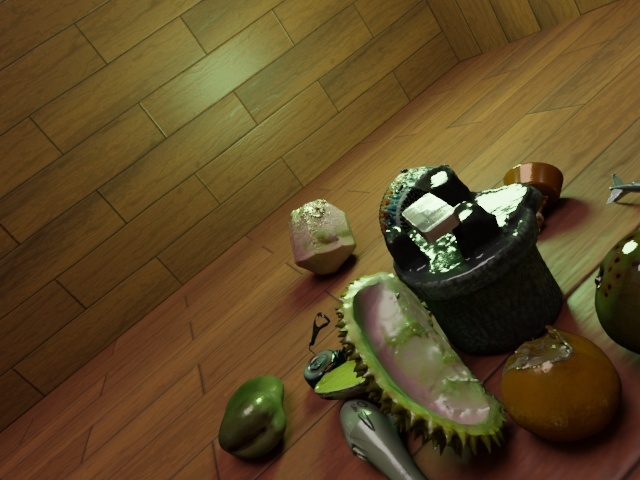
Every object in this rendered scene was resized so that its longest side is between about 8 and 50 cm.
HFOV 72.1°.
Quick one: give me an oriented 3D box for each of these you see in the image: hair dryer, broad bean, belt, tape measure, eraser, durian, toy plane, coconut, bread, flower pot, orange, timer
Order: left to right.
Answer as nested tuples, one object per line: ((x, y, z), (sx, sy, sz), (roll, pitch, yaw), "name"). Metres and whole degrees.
((-0.157, 0.407, 1.026), (0.189, 0.121, 0.263), (-42, 4, -5), "broad bean")
((-0.011, 0.256, 1.018), (0.104, 0.180, 0.107), (-4, 32, 31), "tape measure")
((0.000, 0.000, 1.527), (0.233, 0.245, 0.233), (-15, -18, -5), "coconut")
((0.095, 0.265, 0.893), (0.228, 0.034, 0.228), (-25, -3, -1), "bread")
((0.139, 0.186, 0.704), (0.169, 0.158, 0.352), (-39, 53, 0), "durian")
((0.151, 0.325, 0.732), (0.224, 0.088, 0.219), (-20, 26, 2), "hair dryer")
((0.291, -0.097, 1.261), (0.257, 0.207, 0.150), (-49, 23, -13), "belt")
((0.182, -0.039, 0.733), (0.065, 0.026, 0.105), (-35, 25, 4), "eraser")
((0.296, 0.022, 0.837), (0.299, 0.283, 0.299), (-34, 18, 12), "flower pot")
((0.499, -0.086, 1.037), (0.132, 0.132, 0.152), (-16, 50, 47), "timer")
((0.325, 0.194, 0.609), (0.156, 0.134, 0.157), (-20, 25, 10), "orange")
((0.669, -0.108, 0.833), (0.226, 0.058, 0.226), (-9, 48, 55), "toy plane")

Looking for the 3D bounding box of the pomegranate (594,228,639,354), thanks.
((0.476, 0.085, 0.585), (0.179, 0.210, 0.179), (-43, -18, -17), "pomegranate")

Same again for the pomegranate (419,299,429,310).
((0.158, 0.153, 1.014), (0.191, 0.152, 0.131), (-15, 10, -2), "pomegranate")
